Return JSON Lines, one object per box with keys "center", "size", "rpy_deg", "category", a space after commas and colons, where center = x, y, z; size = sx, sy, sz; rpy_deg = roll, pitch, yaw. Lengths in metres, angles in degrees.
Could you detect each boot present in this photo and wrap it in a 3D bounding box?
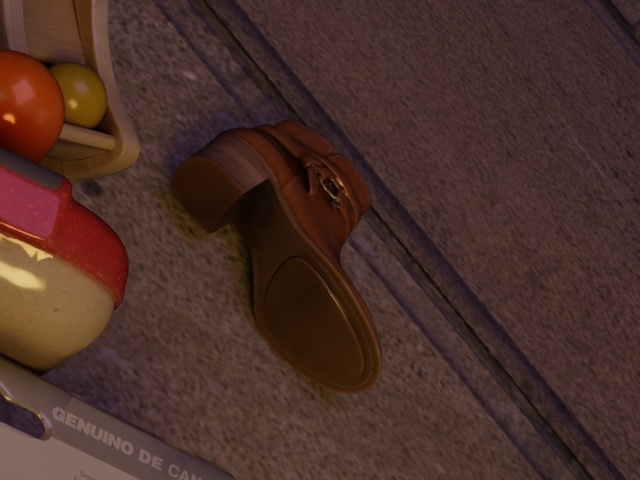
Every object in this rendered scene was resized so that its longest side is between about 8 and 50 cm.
{"center": [0.000, 0.000, 1.204], "size": [0.197, 0.073, 0.152], "rpy_deg": [55, 28, 3], "category": "boot"}

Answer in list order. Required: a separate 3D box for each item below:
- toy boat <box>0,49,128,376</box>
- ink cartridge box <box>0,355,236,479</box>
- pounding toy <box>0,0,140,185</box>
{"center": [-0.169, -0.022, 0.860], "size": [0.151, 0.231, 0.151], "rpy_deg": [25, 70, -16], "category": "toy boat"}
{"center": [-0.178, 0.178, 0.736], "size": [0.309, 0.130, 0.272], "rpy_deg": [32, 36, -31], "category": "ink cartridge box"}
{"center": [-0.155, -0.149, 1.084], "size": [0.155, 0.154, 0.269], "rpy_deg": [12, 49, -44], "category": "pounding toy"}
